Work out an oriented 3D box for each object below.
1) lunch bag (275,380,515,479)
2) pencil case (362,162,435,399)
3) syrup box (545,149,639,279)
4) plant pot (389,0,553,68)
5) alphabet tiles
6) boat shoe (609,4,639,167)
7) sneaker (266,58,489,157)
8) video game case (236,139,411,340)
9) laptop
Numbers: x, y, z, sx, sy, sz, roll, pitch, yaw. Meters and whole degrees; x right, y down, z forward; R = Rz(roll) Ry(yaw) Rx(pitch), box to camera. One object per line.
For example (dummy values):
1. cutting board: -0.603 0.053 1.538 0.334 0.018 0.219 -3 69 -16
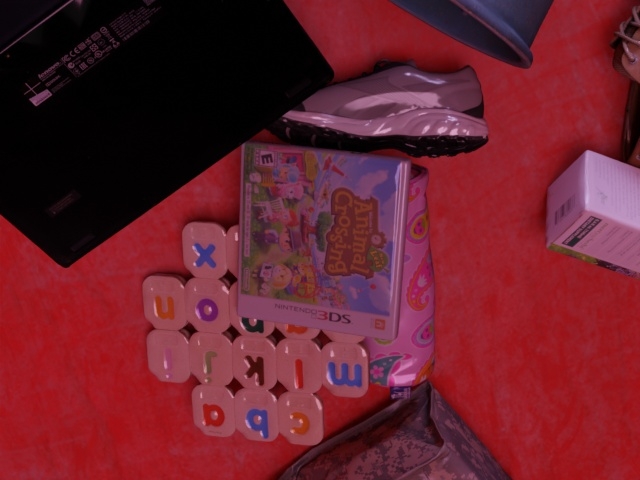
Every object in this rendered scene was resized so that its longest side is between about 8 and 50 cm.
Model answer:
1. lunch bag: 0.095 0.362 1.472 0.287 0.169 0.235 -33 116 14
2. pencil case: 0.077 0.043 1.362 0.124 0.124 0.284 -6 114 -5
3. syrup box: 0.401 -0.015 1.379 0.237 0.096 0.093 19 145 -14
4. plant pot: 0.149 -0.397 1.102 0.341 0.341 0.334 30 97 -18
5. alphabet tiles: -0.079 0.112 1.362 0.284 0.021 0.278 2 107 16
6. boat shoe: 0.397 -0.214 1.292 0.120 0.122 0.324 -6 120 5
7. sneaker: 0.057 -0.156 1.305 0.272 0.100 0.108 1 79 -1
8. video game case: 0.000 0.000 1.279 0.193 0.023 0.212 8 108 15
9. laptop: -0.268 -0.254 1.212 0.382 0.236 0.408 -34 131 7
